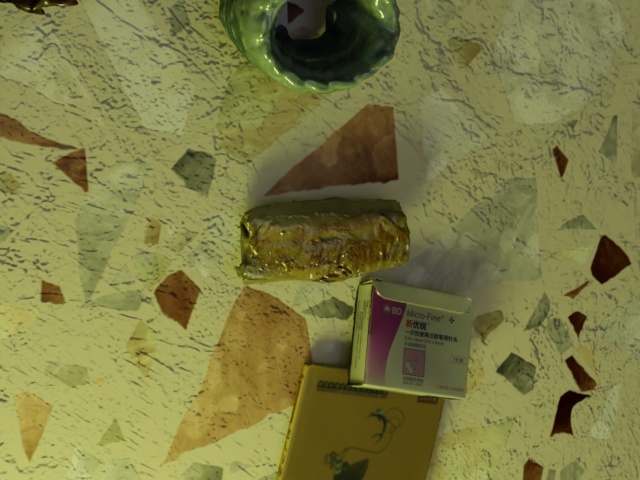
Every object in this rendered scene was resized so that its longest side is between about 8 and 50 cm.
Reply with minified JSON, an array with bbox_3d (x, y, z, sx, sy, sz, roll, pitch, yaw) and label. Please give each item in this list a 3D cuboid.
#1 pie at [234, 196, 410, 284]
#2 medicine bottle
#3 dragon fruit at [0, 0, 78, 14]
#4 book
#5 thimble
[{"bbox_3d":[0.000,0.000,2.091,0.282,0.068,0.129,-6,103,-25],"label":"pie"},{"bbox_3d":[0.143,0.159,2.193,0.201,0.052,0.171,12,80,-28],"label":"medicine bottle"},{"bbox_3d":[-0.398,-0.448,1.652,0.314,0.296,0.263,25,99,-20],"label":"dragon fruit"},{"bbox_3d":[0.047,0.393,2.225,0.269,0.032,0.389,9,98,-28],"label":"book"},{"bbox_3d":[-0.008,-0.316,1.944,0.250,0.172,0.205,2,111,-27],"label":"thimble"}]
